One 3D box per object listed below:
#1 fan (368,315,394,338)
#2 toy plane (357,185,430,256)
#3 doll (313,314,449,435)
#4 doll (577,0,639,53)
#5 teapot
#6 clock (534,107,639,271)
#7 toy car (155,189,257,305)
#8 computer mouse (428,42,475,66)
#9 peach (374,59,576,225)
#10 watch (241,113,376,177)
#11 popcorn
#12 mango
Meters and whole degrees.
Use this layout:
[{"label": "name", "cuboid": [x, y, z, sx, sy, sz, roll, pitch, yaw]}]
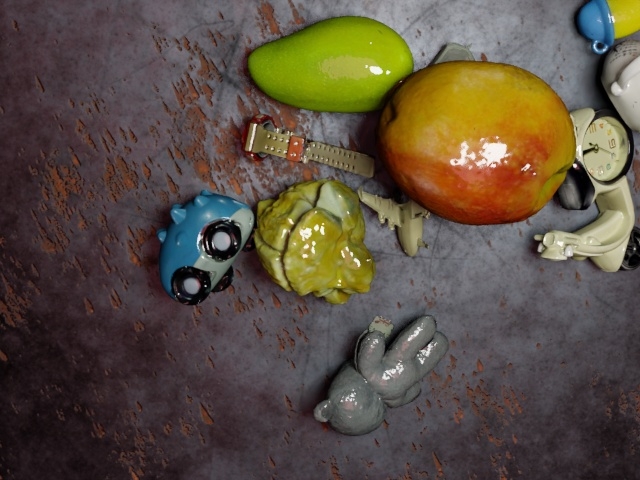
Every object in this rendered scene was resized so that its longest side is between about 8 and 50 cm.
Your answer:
[{"label": "fan", "cuboid": [0.135, 0.218, 1.508, 0.056, 0.004, 0.083, 24, 99, -6]}, {"label": "toy plane", "cuboid": [0.194, -0.083, 1.402, 0.242, 0.104, 0.256, -17, 105, -25]}, {"label": "doll", "cuboid": [0.137, 0.302, 1.473, 0.340, 0.158, 0.246, -49, 130, -7]}, {"label": "doll", "cuboid": [0.675, -0.541, 1.314, 0.199, 0.145, 0.363, 35, 102, 5]}, {"label": "teapot", "cuboid": [0.665, -0.316, 1.302, 0.166, 0.300, 0.208, -16, 81, 25]}, {"label": "clock", "cuboid": [0.570, -0.091, 1.386, 0.277, 0.120, 0.378, -18, 100, -22]}, {"label": "toy car", "cuboid": [-0.256, 0.007, 1.372, 0.190, 0.188, 0.255, 35, 104, 5]}, {"label": "computer mouse", "cuboid": [0.263, -0.349, 1.382, 0.089, 0.056, 0.181, 37, 91, -12]}, {"label": "peach", "cuboid": [0.277, -0.188, 1.208, 0.373, 0.372, 0.289, -8, 144, 0]}, {"label": "watch", "cuboid": [-0.035, -0.187, 1.326, 0.268, 0.165, 0.102, 20, 103, 32]}, {"label": "popcorn", "cuboid": [0.001, 0.001, 1.358, 0.277, 0.225, 0.276, -6, 101, -31]}, {"label": "mango", "cuboid": [0.019, -0.360, 1.324, 0.343, 0.156, 0.192, 1, 93, 2]}]
